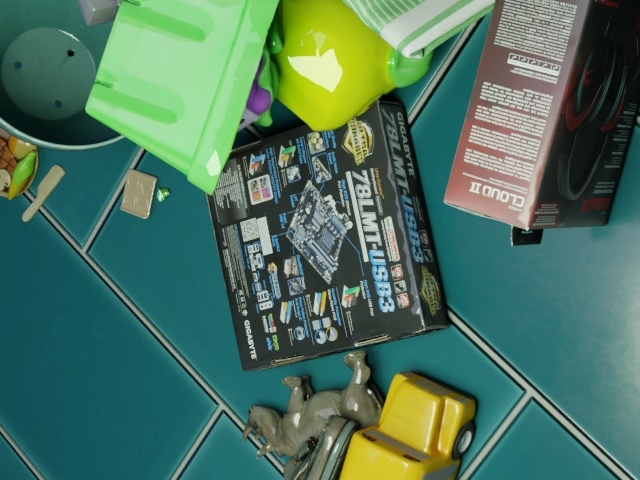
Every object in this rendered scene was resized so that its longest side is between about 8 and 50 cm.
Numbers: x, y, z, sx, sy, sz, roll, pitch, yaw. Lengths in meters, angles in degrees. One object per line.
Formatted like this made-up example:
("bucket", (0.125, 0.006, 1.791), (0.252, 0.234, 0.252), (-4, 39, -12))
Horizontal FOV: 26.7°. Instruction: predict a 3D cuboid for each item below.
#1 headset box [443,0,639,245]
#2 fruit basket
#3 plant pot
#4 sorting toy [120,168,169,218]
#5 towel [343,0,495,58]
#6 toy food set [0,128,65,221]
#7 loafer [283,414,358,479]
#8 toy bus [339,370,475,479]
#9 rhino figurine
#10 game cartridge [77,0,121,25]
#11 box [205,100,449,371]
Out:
("headset box", (0.255, -0.137, 1.464), (0.110, 0.218, 0.293), (21, 102, 32))
("fruit basket", (-0.066, -0.193, 1.594), (0.392, 0.392, 0.283), (23, 96, 31))
("plant pot", (-0.363, -0.252, 1.869), (0.195, 0.290, 0.290), (160, 101, -68))
("sorting toy", (-0.250, -0.063, 1.929), (0.083, 0.012, 0.062), (20, 98, 35))
("towel", (0.090, -0.373, 1.499), (0.248, 0.038, 0.325), (-35, 74, -10))
("toy food set", (-0.482, -0.131, 2.066), (0.192, 0.038, 0.132), (50, 117, 22))
("loafer", (-0.024, 0.317, 1.701), (0.084, 0.096, 0.267), (26, 127, 14))
("toy bus", (0.081, 0.334, 1.652), (0.108, 0.130, 0.332), (23, 105, 31))
("rhino figurine", (-0.016, 0.227, 1.749), (0.243, 0.073, 0.106), (-25, 75, 34))
("game cartridge", (-0.272, -0.468, 1.807), (0.355, 0.230, 0.068), (67, 160, 13))
("box", (0.000, 0.000, 1.728), (0.293, 0.073, 0.295), (-17, 82, 33))
